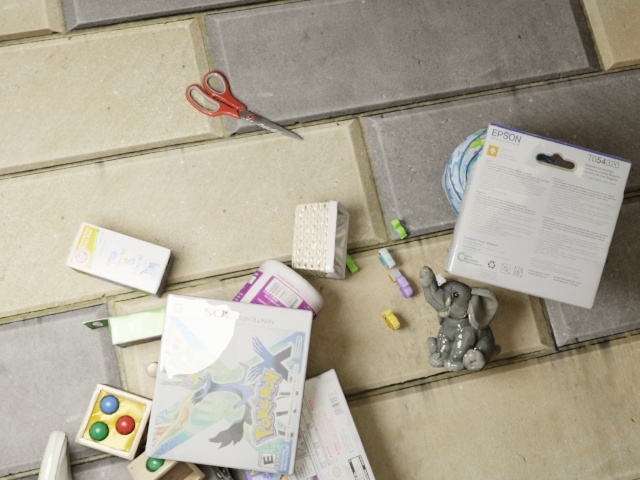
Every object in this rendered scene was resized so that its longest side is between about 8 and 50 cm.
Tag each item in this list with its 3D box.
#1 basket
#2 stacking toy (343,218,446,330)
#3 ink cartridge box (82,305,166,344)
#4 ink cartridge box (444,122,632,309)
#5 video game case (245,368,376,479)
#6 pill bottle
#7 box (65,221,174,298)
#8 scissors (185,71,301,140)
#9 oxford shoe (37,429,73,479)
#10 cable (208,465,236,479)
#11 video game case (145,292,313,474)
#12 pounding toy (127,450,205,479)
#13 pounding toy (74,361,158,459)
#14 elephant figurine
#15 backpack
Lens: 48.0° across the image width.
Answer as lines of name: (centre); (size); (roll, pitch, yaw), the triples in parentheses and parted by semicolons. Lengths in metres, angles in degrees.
basket: (0.000, 0.000, 1.647); (0.103, 0.113, 0.167); (1, 77, 17)
stacking toy: (0.174, 0.076, 1.689); (0.167, 0.052, 0.221); (-33, 83, -12)
ink cartridge box: (-0.401, 0.193, 1.572); (0.209, 0.109, 0.062); (-11, 79, -8)
ink cartridge box: (0.461, -0.049, 1.535); (0.324, 0.071, 0.330); (15, 91, -4)
video game case: (-0.040, 0.437, 1.497); (0.244, 0.061, 0.269); (-19, 81, -10)
pill bottle: (-0.143, 0.202, 1.568); (0.169, 0.169, 0.301); (39, 77, 3)
box: (-0.440, 0.046, 1.596); (0.203, 0.114, 0.103); (18, 78, -3)
scissors: (-0.191, -0.299, 1.748); (0.297, 0.021, 0.109); (38, 74, 2)
oxford shoe: (-0.515, 0.610, 1.449); (0.130, 0.169, 0.449); (0, 81, -14)
cable: (-0.223, 0.490, 1.535); (0.140, 0.072, 0.287); (-14, 91, 32)
video game case: (-0.181, 0.287, 1.450); (0.300, 0.036, 0.328); (7, 85, 2)
pounding toy: (-0.327, 0.461, 1.509); (0.130, 0.141, 0.100); (-38, 46, -12)
pounding toy: (-0.396, 0.357, 1.545); (0.181, 0.094, 0.206); (19, 77, -2)
elephant figurine: (0.315, 0.161, 1.611); (0.170, 0.186, 0.239); (-2, 97, 14)
backpack: (0.451, -0.104, 1.673); (0.290, 0.273, 0.355); (-42, 73, 2)
